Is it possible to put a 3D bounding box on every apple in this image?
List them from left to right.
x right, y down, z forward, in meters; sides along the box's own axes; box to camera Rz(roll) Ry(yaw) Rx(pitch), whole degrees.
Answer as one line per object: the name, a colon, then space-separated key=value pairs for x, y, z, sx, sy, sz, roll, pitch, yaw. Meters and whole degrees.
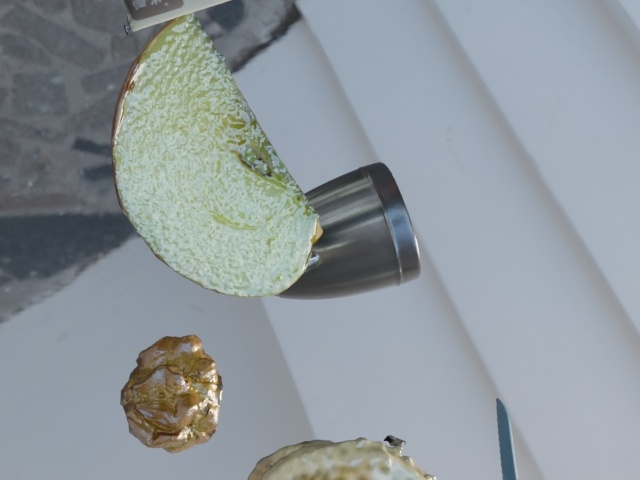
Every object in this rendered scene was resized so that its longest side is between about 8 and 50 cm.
apple: x=-0.134 y=-0.096 z=1.235 sx=0.179 sy=0.346 sz=0.254 roll=-23 pitch=-161 yaw=25

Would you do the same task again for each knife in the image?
knife: x=0.320 y=0.418 z=1.682 sx=0.019 sy=0.313 sz=0.044 roll=3 pitch=163 yaw=-26

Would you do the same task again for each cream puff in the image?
cream puff: x=-0.144 y=0.149 z=0.954 sx=0.094 sy=0.122 sz=0.116 roll=-1 pitch=115 yaw=-22

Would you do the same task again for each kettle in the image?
kettle: x=0.000 y=-0.006 z=1.672 sx=0.271 sy=0.250 sz=0.207 roll=-19 pitch=134 yaw=-6

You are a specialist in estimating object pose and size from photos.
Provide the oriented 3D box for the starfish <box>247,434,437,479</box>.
starfish: x=0.042 y=0.276 z=0.673 sx=0.324 sy=0.082 sz=0.432 roll=20 pitch=142 yaw=-3

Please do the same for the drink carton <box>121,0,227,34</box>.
drink carton: x=-0.052 y=-0.333 z=0.934 sx=0.325 sy=0.194 sz=0.132 roll=-17 pitch=130 yaw=2
